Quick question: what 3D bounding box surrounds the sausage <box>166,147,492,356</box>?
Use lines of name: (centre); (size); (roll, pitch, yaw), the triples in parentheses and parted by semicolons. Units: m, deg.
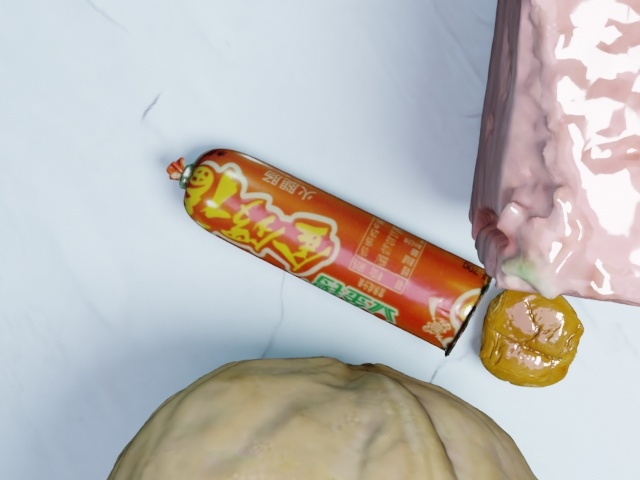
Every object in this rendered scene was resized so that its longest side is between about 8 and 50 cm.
sausage: (0.000, 0.000, 0.929); (0.264, 0.083, 0.083); (26, 107, 4)

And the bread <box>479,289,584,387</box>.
bread: (0.161, 0.073, 0.930); (0.081, 0.046, 0.083); (45, 109, 0)

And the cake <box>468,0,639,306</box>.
cake: (0.257, -0.109, 0.741); (0.307, 0.293, 0.314); (6, 99, 7)

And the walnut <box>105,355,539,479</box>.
walnut: (0.005, 0.261, 0.847); (0.381, 0.381, 0.381); (3, 105, 10)
